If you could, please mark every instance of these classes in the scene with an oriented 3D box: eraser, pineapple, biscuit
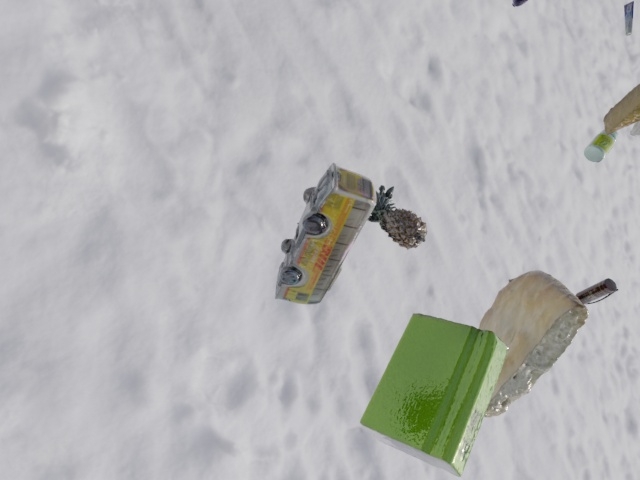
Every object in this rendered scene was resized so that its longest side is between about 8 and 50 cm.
[{"bbox_3d":[0.228,0.286,0.938,0.274,0.210,0.092,-55,127,-26],"label":"eraser"},{"bbox_3d":[0.181,-0.054,1.133,0.083,0.221,0.103,2,117,-29],"label":"pineapple"},{"bbox_3d":[0.596,0.295,1.448,0.104,0.429,0.446,25,16,0],"label":"biscuit"}]

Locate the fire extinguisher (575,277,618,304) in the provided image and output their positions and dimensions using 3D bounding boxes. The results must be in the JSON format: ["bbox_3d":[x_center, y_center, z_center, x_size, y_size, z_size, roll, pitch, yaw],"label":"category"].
[{"bbox_3d":[0.834,0.163,1.458,0.064,0.158,0.043,33,62,4],"label":"fire extinguisher"}]

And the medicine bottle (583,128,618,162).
[{"bbox_3d":[0.660,-0.225,1.116,0.083,0.047,0.047,-44,105,-20],"label":"medicine bottle"}]

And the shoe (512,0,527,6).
[{"bbox_3d":[0.697,-0.871,1.526,0.095,0.245,0.137,24,64,-6],"label":"shoe"}]

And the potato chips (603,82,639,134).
[{"bbox_3d":[0.646,-0.332,0.830,0.080,0.407,0.057,-6,65,-9],"label":"potato chips"}]

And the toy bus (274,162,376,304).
[{"bbox_3d":[0.000,0.000,0.812,0.106,0.268,0.092,17,38,-13],"label":"toy bus"}]

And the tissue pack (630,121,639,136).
[{"bbox_3d":[1.117,-0.357,1.476,0.225,0.185,0.124,-46,151,-72],"label":"tissue pack"}]

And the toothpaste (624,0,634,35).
[{"bbox_3d":[0.756,-0.544,1.164,0.015,0.024,0.083,9,81,-29],"label":"toothpaste"}]
